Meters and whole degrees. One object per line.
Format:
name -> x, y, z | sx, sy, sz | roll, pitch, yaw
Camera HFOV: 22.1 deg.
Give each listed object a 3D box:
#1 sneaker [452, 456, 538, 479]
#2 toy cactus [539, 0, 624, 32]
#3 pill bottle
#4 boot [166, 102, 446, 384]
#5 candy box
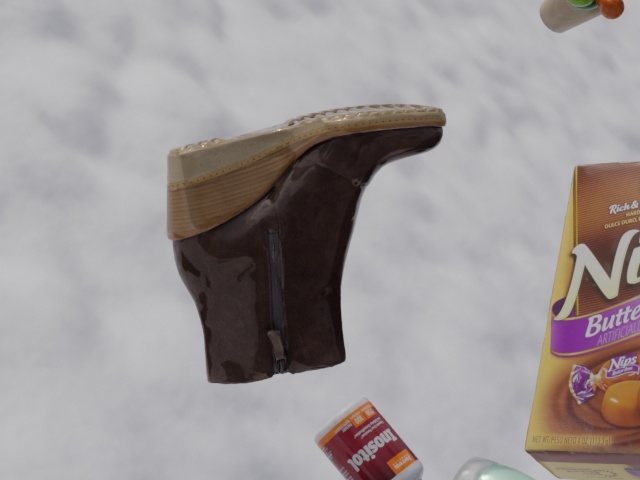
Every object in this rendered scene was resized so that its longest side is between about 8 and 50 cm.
sneaker -> 0.160, 0.319, 1.325 | 0.151, 0.256, 0.094 | 17, 17, 34
toy cactus -> 0.251, -0.244, 1.429 | 0.112, 0.180, 0.219 | 45, 51, -7
pill bottle -> 0.070, 0.271, 1.987 | 0.152, 0.086, 0.086 | 49, 25, 10
boot -> 0.000, 0.000, 1.372 | 0.090, 0.248, 0.207 | -128, -155, -79
candy box -> 0.189, 0.044, 0.942 | 0.053, 0.109, 0.187 | 43, 53, -47
